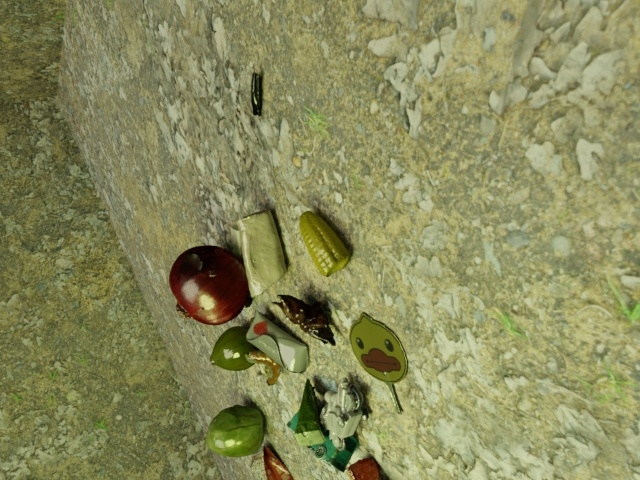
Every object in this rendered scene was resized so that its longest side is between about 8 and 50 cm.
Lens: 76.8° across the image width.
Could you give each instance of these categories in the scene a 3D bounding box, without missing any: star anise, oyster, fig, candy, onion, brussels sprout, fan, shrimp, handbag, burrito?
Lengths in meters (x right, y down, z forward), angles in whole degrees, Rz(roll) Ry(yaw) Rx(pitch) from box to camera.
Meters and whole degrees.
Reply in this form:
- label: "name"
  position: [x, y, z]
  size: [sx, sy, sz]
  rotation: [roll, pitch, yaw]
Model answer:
- label: "star anise"
  position: [-0.042, 0.250, 1.363]
  size: [0.271, 0.103, 0.272]
  rotation: [33, 156, 16]
- label: "oyster"
  position: [-0.238, 0.585, 1.818]
  size: [0.106, 0.061, 0.200]
  rotation: [30, 147, 15]
- label: "fig"
  position: [-0.396, 0.504, 1.836]
  size: [0.203, 0.225, 0.203]
  rotation: [58, 168, 21]
- label: "candy"
  position: [0.000, 0.000, 1.165]
  size: [0.106, 0.094, 0.199]
  rotation: [-40, 74, 25]
- label: "onion"
  position: [-0.444, 0.169, 1.627]
  size: [0.341, 0.341, 0.342]
  rotation: [28, 130, 39]
- label: "brussels sprout"
  position: [-0.434, 0.991, 2.108]
  size: [0.327, 0.327, 0.248]
  rotation: [6, 82, 49]
- label: "fan"
  position: [0.183, 0.372, 1.220]
  size: [0.229, 0.011, 0.336]
  rotation: [-14, 97, 53]
- label: "shrimp"
  position: [-0.246, 0.543, 1.721]
  size: [0.160, 0.049, 0.166]
  rotation: [7, 113, 8]
- label: "handbag"
  position: [-0.258, 1.249, 2.159]
  size: [0.171, 0.150, 0.298]
  rotation: [-48, 65, 47]
- label: "burrito"
  position: [-0.202, 0.045, 1.414]
  size: [0.105, 0.143, 0.300]
  rotation: [-127, 27, -76]

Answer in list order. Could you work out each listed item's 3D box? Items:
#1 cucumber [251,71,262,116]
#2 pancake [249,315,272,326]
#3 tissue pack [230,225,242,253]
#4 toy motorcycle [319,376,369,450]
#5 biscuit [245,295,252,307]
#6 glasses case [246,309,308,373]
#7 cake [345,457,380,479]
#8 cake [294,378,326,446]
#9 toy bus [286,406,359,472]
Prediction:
- label: "cucumber"
  position: [-0.193, -0.435, 1.207]
  size: [0.033, 0.034, 0.135]
  rotation: [34, 134, 28]
- label: "pancake"
  position: [-0.226, 0.431, 1.737]
  size: [0.249, 0.031, 0.250]
  rotation: [28, 132, 37]
- label: "tissue pack"
  position: [-0.338, -0.002, 1.638]
  size: [0.056, 0.023, 0.108]
  rotation: [27, 129, 40]
- label: "toy motorcycle"
  position: [0.066, 0.581, 1.384]
  size: [0.171, 0.109, 0.261]
  rotation: [41, 124, 47]
- label: "biscuit"
  position: [-0.372, 0.246, 1.796]
  size: [0.219, 0.061, 0.055]
  rotation: [14, 161, 46]
- label: "glasses case"
  position: [-0.178, 0.401, 1.592]
  size: [0.307, 0.083, 0.129]
  rotation: [28, 119, 27]
- label: "cake"
  position: [0.185, 0.876, 1.400]
  size: [0.221, 0.116, 0.086]
  rotation: [55, 150, 31]
- label: "cake"
  position: [-0.053, 0.629, 1.483]
  size: [0.235, 0.099, 0.100]
  rotation: [-109, 0, -56]
- label: "toy bus"
  position: [0.006, 0.733, 1.526]
  size: [0.255, 0.147, 0.128]
  rotation: [17, 151, 46]
